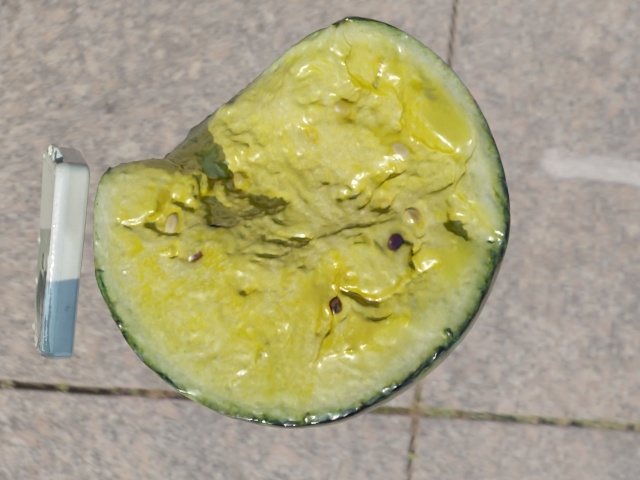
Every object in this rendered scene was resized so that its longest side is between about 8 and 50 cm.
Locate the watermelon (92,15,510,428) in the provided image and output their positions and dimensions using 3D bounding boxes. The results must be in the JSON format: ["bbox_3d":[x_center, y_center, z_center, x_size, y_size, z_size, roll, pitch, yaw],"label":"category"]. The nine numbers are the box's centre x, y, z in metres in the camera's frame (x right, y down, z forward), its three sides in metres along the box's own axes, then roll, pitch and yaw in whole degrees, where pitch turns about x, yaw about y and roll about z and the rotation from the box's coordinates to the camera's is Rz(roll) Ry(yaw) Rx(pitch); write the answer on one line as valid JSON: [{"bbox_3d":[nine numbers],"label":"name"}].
[{"bbox_3d":[0.000,0.000,1.061,0.331,0.189,0.331,-3,78,12],"label":"watermelon"}]

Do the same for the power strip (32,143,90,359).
[{"bbox_3d":[-0.229,0.011,1.139,0.035,0.081,0.192,2,105,-20],"label":"power strip"}]
